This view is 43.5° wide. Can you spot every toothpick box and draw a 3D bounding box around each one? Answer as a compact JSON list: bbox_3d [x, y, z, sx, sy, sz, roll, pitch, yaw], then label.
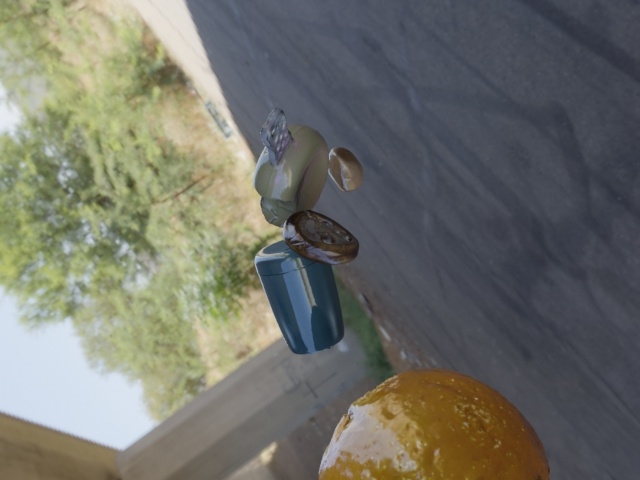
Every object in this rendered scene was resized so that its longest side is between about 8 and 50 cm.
[{"bbox_3d":[-0.029,0.092,1.324,0.120,0.120,0.184,-149,42,-72],"label":"toothpick box"}]

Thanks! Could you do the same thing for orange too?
[{"bbox_3d":[0.155,0.346,1.174,0.293,0.340,0.341,45,170,17],"label":"orange"}]

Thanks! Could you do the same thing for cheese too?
[{"bbox_3d":[-0.056,-0.123,1.267,0.082,0.163,0.286,23,169,15],"label":"cheese"}]

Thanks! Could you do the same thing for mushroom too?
[{"bbox_3d":[0.000,0.000,1.236,0.123,0.123,0.052,48,126,45],"label":"mushroom"}]

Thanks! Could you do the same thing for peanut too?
[{"bbox_3d":[0.053,-0.158,1.780,0.076,0.076,0.152,52,178,24],"label":"peanut"}]
